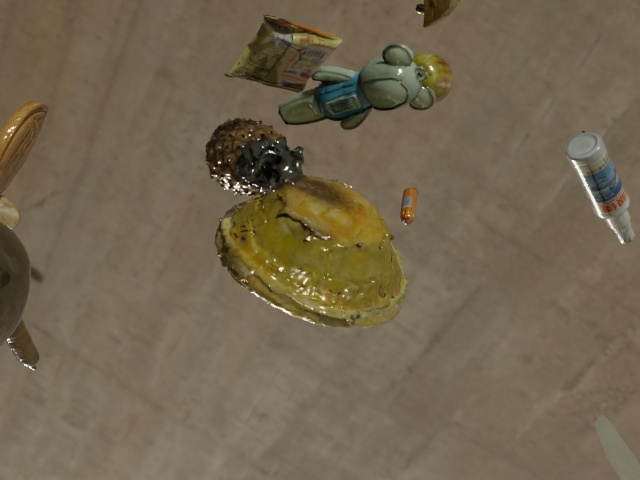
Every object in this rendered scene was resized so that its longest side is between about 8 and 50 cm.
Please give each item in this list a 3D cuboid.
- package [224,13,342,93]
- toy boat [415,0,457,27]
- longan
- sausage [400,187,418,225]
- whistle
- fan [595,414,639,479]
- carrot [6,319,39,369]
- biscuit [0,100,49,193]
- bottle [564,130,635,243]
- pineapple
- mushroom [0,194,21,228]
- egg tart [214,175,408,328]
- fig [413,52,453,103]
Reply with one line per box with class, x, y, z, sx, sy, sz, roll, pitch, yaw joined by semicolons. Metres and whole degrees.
package;-0.044;-0.224;1.319;0.121;0.108;0.031;-46;-137;44
toy boat;0.153;-0.420;1.552;0.068;0.088;0.226;-29;120;-61
longan;-0.491;0.062;1.419;0.248;0.248;0.248;-58;180;0
sausage;0.173;-0.064;2.142;0.031;0.031;0.107;-58;-170;37
whistle;0.046;-0.209;1.534;0.235;0.114;0.077;-12;-141;31
fan;0.472;0.382;1.650;0.010;0.182;0.310;-25;137;-3
carrot;-0.633;0.160;2.186;0.070;0.070;0.342;-58;156;-33
biscuit;-0.523;-0.156;1.849;0.142;0.029;0.221;113;2;-57
bottle;0.432;-0.072;1.647;0.060;0.217;0.060;-20;-138;19
pineapple;-0.073;-0.100;1.370;0.108;0.108;0.197;-58;-152;-6
mushroom;-0.612;-0.016;1.940;0.212;0.097;0.088;-33;-152;42
egg tart;0.000;0.000;1.671;0.341;0.341;0.132;-59;172;-60
fig;0.195;-0.289;1.862;0.166;0.093;0.093;-44;169;-52
